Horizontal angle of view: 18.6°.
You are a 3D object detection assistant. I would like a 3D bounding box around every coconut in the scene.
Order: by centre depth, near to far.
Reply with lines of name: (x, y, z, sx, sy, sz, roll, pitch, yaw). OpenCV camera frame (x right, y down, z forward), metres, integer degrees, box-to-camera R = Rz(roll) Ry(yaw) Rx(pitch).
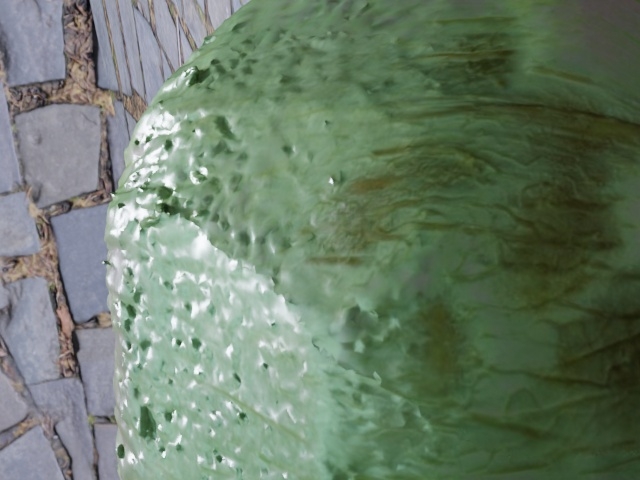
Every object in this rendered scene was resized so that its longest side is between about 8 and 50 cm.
coconut: (0.087, 0.039, 0.739, 0.281, 0.328, 0.328, 38, -149, -62)
